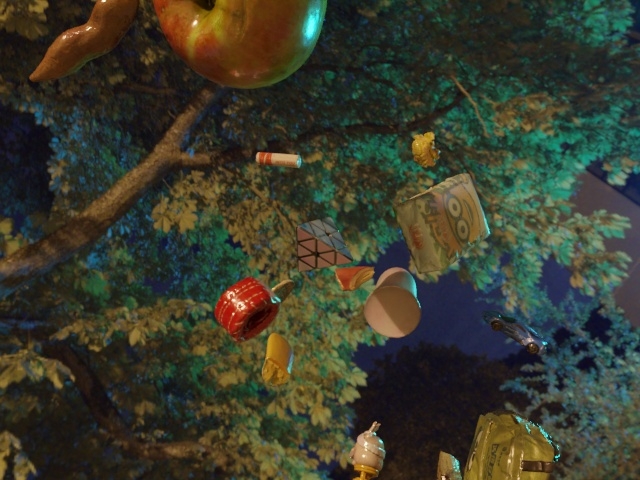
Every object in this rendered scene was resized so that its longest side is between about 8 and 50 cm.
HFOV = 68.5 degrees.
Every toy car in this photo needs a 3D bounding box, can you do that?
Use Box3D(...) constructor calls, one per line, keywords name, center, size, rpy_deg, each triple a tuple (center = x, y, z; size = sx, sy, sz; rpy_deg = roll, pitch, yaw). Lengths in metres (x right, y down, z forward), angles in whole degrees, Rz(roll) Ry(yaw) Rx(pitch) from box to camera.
Box3D(name="toy car", center=(0.613, 0.280, 1.483), size=(0.063, 0.216, 0.103), rpy_deg=(-60, -14, 15))

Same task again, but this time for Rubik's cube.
Box3D(name="Rubik's cube", center=(0.000, 0.000, 1.460), size=(0.178, 0.190, 0.211), rpy_deg=(38, -104, -49))

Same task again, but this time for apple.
Box3D(name="apple", center=(-0.150, -0.480, 0.930), size=(0.339, 0.340, 0.340), rpy_deg=(-18, -43, -18))

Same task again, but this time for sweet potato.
Box3D(name="sweet potato", center=(-0.359, -0.310, 0.728), size=(0.218, 0.051, 0.065), rpy_deg=(-38, -28, 7))

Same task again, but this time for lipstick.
Box3D(name="lipstick", center=(-0.125, -0.239, 1.398), size=(0.130, 0.038, 0.038), rpy_deg=(6, -42, 13))

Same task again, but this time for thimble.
Box3D(name="thimble", center=(-0.228, 0.213, 1.480), size=(0.189, 0.125, 0.163), rpy_deg=(-41, -32, -20))

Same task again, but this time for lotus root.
Box3D(name="lotus root", center=(0.345, 0.654, 1.251), size=(0.070, 0.143, 0.144), rpy_deg=(6, -9, 14))

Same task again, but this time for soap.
Box3D(name="soap", center=(-0.101, 0.294, 1.156), size=(0.089, 0.168, 0.033), rpy_deg=(41, -70, -19))

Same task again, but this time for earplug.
Box3D(name="earplug", center=(0.250, 0.173, 1.554), size=(0.172, 0.172, 0.301), rpy_deg=(-54, -1, 22))

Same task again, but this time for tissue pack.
Box3D(name="tissue pack", center=(0.382, -0.059, 1.462), size=(0.310, 0.228, 0.128), rpy_deg=(-26, 6, -41))

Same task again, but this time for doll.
Box3D(name="doll", center=(0.097, 0.452, 1.006), size=(0.084, 0.127, 0.073), rpy_deg=(-15, -44, 42))

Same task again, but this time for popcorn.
Box3D(name="popcorn", center=(0.342, -0.296, 1.544), size=(0.089, 0.109, 0.097), rpy_deg=(-4, -3, 27))

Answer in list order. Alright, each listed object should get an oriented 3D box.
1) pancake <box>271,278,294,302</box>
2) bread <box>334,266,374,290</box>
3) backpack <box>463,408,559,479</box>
Box3D(name="pancake", center=(-0.144, 0.189, 1.622), size=(0.139, 0.022, 0.139), rpy_deg=(-42, -21, -20))
Box3D(name="bread", center=(0.128, 0.156, 1.990), size=(0.192, 0.119, 0.067), rpy_deg=(-9, -58, 33))
Box3D(name="backpack", center=(0.369, 0.440, 0.909), size=(0.253, 0.139, 0.207), rpy_deg=(65, -137, -73))
